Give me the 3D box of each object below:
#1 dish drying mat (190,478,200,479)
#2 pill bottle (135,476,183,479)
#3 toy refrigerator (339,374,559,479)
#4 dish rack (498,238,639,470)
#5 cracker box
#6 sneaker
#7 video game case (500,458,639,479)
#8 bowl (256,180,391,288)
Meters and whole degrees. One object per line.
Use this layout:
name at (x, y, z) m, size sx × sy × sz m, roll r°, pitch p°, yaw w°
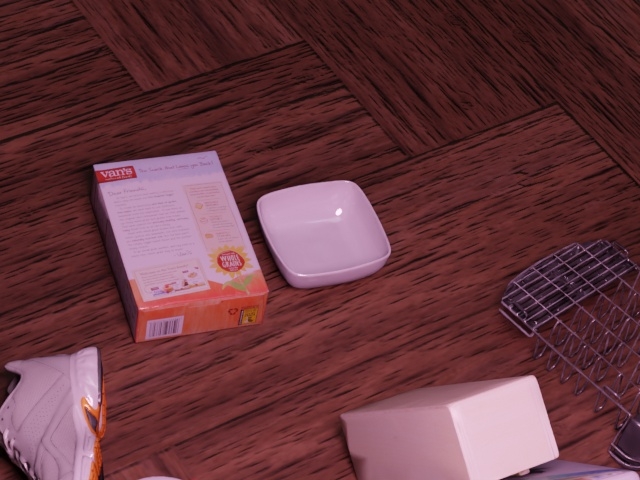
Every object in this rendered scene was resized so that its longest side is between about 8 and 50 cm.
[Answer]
dish drying mat at (-0.128, 0.288, 1.821) m, size 0.032 × 0.008 × 0.083 m, roll 10°, pitch 46°, yaw -2°
pill bottle at (-0.141, 0.364, 1.620) m, size 0.169 × 0.169 × 0.301 m, roll -2°, pitch 33°, yaw -12°
toy refrigerator at (0.126, 0.203, 1.774) m, size 0.102 × 0.269 × 0.094 m, roll -16°, pitch 88°, yaw -24°
dish rack at (0.348, 0.119, 2.025) m, size 0.208 × 0.074 × 0.271 m, roll -27°, pitch 56°, yaw -32°
cracker box at (-0.169, 0.003, 2.035) m, size 0.156 × 0.067 × 0.232 m, roll -8°, pitch 51°, yaw -18°
sneaker at (-0.287, 0.223, 1.805) m, size 0.121 × 0.099 × 0.262 m, roll -3°, pitch 40°, yaw -3°
video game case at (0.107, 0.269, 1.697) m, size 0.329 × 0.300 × 0.036 m, roll -11°, pitch 89°, yaw -14°
bowl at (0.000, 0.000, 2.079) m, size 0.142 × 0.053 × 0.142 m, roll -10°, pitch 50°, yaw -20°
